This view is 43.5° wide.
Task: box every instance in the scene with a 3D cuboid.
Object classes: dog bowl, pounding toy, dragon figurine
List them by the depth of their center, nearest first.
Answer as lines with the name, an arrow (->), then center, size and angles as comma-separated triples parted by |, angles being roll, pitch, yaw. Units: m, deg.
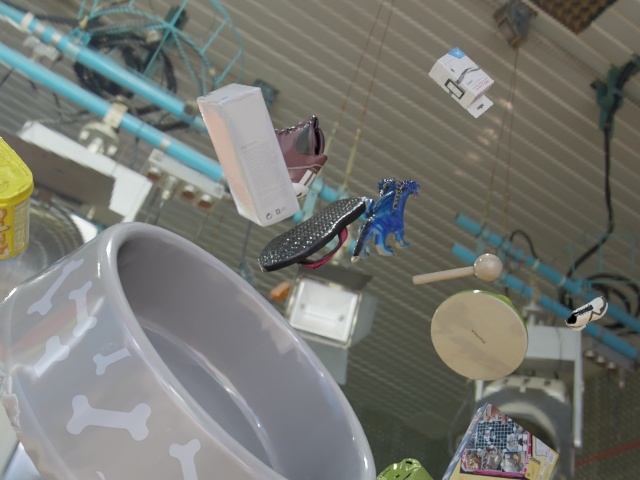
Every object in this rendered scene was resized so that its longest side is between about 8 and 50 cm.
dog bowl -> -0.091, 0.126, 0.662 | 0.102, 0.349, 0.349 | -44, -62, 10
dragon figurine -> 0.104, -0.043, 1.518 | 0.085, 0.289, 0.144 | -6, -81, 36
pounding toy -> 0.303, 0.139, 1.529 | 0.183, 0.110, 0.237 | -16, -78, 29

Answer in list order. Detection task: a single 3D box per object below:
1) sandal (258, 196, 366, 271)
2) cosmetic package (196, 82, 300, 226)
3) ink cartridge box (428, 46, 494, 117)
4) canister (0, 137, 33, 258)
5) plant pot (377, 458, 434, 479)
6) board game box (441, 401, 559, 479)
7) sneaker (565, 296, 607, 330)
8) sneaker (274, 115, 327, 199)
sandal -> 0.000, 0.000, 0.870 | 0.067, 0.179, 0.040 | 0, -69, 33
cosmetic package -> -0.124, -0.149, 1.391 | 0.117, 0.085, 0.231 | 26, -42, 58
ink cartridge box -> 0.184, -0.199, 1.009 | 0.083, 0.048, 0.028 | 45, -37, 7
canister -> -0.478, -0.062, 1.169 | 0.126, 0.073, 0.170 | 45, -36, 11
plant pot -> 0.093, 0.263, 0.791 | 0.083, 0.083, 0.079 | -24, -80, 40
board game box -> 0.310, 0.431, 1.428 | 0.165, 0.243, 0.042 | 37, -38, 4
sneaker -> 0.605, 0.166, 1.822 | 0.044, 0.040, 0.109 | 20, -56, -35
sneaker -> -0.083, -0.231, 1.770 | 0.162, 0.281, 0.106 | -50, -24, 13
